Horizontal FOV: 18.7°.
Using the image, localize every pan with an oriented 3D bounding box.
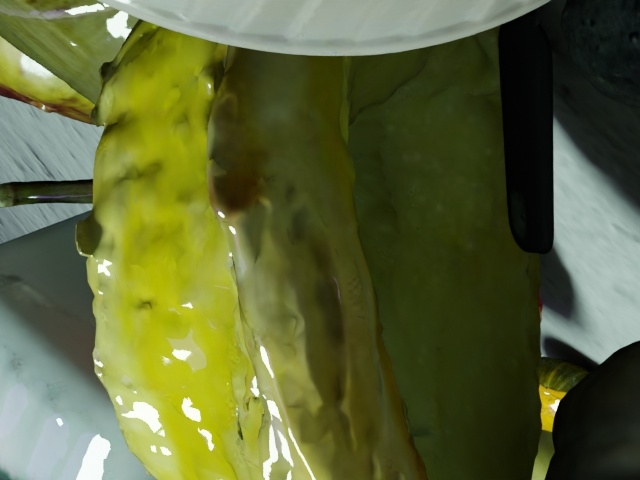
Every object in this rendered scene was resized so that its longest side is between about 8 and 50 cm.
[{"bbox_3d":[0.063,-0.102,0.587,0.136,0.028,0.235,-134,30,-54],"label":"pan"}]

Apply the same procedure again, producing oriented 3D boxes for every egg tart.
[{"bbox_3d":[0.000,0.000,0.669,0.120,0.315,0.315,-5,141,17],"label":"egg tart"}]

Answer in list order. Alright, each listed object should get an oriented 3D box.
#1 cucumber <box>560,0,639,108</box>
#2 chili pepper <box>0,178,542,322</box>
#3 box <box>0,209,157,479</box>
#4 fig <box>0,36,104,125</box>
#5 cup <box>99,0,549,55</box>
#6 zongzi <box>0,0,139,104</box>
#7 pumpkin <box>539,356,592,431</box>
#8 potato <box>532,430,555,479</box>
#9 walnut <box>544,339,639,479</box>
[{"bbox_3d":[0.123,-0.068,0.584,0.064,0.064,0.112,54,162,-21],"label":"cucumber"},{"bbox_3d":[-0.032,-0.015,1.010,0.134,0.131,0.338,6,-162,-40],"label":"chili pepper"},{"bbox_3d":[-0.088,0.062,1.125,0.264,0.337,0.106,38,129,24],"label":"box"},{"bbox_3d":[-0.133,-0.121,1.013,0.153,0.121,0.136,47,-169,28],"label":"fig"},{"bbox_3d":[0.035,-0.144,0.343,0.288,0.208,0.273,49,164,1],"label":"cup"},{"bbox_3d":[-0.094,-0.115,0.889,0.300,0.145,0.274,58,164,-26],"label":"zongzi"},{"bbox_3d":[0.130,0.080,0.996,0.083,0.028,0.050,24,152,39],"label":"pumpkin"},{"bbox_3d":[0.107,0.123,1.086,0.091,0.070,0.138,36,160,53],"label":"potato"},{"bbox_3d":[0.170,0.131,0.699,0.224,0.224,0.224,44,165,15],"label":"walnut"}]
